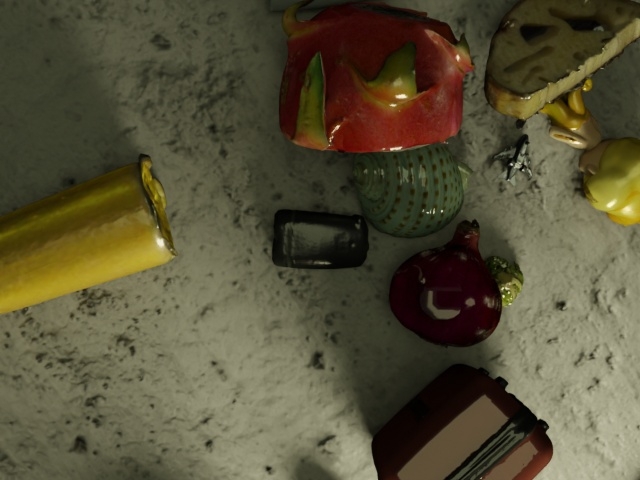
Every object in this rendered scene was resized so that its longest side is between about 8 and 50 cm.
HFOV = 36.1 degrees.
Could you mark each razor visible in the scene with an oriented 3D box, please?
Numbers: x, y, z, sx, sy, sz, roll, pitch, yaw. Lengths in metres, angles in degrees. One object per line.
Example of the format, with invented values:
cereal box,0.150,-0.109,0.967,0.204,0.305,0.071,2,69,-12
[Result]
razor,0.000,0.000,1.508,0.148,0.054,0.090,3,101,-5

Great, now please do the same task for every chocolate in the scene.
chocolate,-0.433,0.017,1.429,0.445,0.162,0.162,-19,95,0

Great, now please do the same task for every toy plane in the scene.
toy plane,0.308,-0.128,1.543,0.078,0.031,0.083,24,93,-22

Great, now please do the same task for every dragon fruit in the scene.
dragon fruit,0.079,-0.242,1.383,0.291,0.290,0.189,-1,113,-6

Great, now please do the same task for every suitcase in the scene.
suitcase,0.194,0.302,1.427,0.236,0.297,0.161,-43,88,-2

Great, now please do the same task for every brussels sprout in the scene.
brussels sprout,0.279,0.063,1.541,0.085,0.058,0.085,-1,78,2

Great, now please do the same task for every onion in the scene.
onion,0.192,0.063,1.475,0.173,0.135,0.198,15,100,13

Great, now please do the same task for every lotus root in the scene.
lotus root,0.352,-0.298,1.487,0.261,0.074,0.170,-42,65,-5

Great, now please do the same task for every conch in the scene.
conch,0.144,-0.087,1.479,0.200,0.131,0.172,2,93,-5

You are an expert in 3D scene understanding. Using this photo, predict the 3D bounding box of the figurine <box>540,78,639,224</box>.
figurine,0.441,-0.130,1.517,0.246,0.131,0.156,49,54,2

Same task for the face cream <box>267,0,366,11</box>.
face cream,0.015,-0.395,1.485,0.198,0.057,0.084,-10,91,-7
